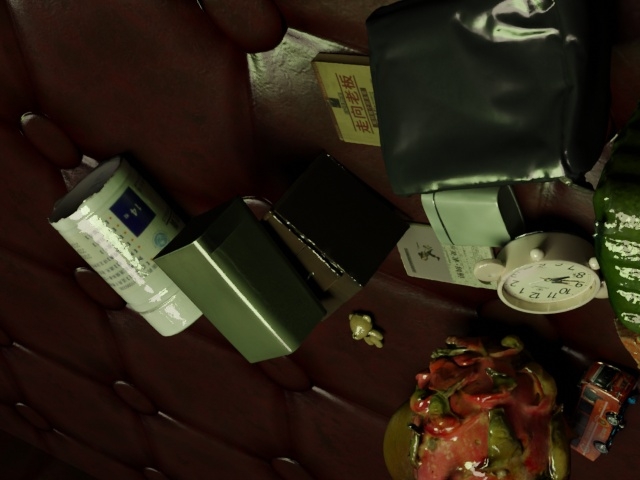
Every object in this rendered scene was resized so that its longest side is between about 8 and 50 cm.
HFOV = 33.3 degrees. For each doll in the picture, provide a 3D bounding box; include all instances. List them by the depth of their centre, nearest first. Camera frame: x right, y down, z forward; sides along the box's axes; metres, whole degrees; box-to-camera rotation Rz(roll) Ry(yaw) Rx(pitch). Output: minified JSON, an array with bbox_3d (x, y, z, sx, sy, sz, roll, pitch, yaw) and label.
[{"bbox_3d":[0.091,0.172,2.053,0.062,0.051,0.093,5,166,36],"label":"doll"}]

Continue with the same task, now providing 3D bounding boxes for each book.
[{"bbox_3d":[0.107,-0.199,1.566,0.231,0.026,0.161,11,140,32],"label":"book"},{"bbox_3d":[0.208,0.023,1.771,0.182,0.014,0.127,9,138,34],"label":"book"}]

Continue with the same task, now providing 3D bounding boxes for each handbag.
[{"bbox_3d":[0.221,-0.184,1.307,0.302,0.178,0.275,-6,95,43],"label":"handbag"}]

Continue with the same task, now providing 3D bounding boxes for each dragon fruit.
[{"bbox_3d":[0.294,0.287,1.815,0.296,0.262,0.314,3,-178,3],"label":"dragon fruit"}]

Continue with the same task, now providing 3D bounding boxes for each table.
[{"bbox_3d":[0.000,0.000,1.766,0.193,0.172,0.169,41,146,-3],"label":"table"}]

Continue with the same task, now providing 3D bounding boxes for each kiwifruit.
[{"bbox_3d":[0.223,0.393,2.074,0.196,0.196,0.234,31,140,5],"label":"kiwifruit"}]

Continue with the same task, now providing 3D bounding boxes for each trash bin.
[{"bbox_3d":[0.233,-0.042,1.628,0.130,0.059,0.116,4,138,36],"label":"trash bin"},{"bbox_3d":[-0.127,0.069,1.715,0.240,0.122,0.164,51,145,-14],"label":"trash bin"}]

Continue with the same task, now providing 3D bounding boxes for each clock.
[{"bbox_3d":[0.340,0.046,1.603,0.229,0.063,0.155,7,145,-9],"label":"clock"}]

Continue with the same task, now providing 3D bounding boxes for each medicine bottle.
[{"bbox_3d":[-0.347,0.016,2.081,0.190,0.190,0.332,-13,125,48],"label":"medicine bottle"}]

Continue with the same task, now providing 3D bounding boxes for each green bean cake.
[{"bbox_3d":[0.436,-0.031,1.295,0.156,0.247,0.249,10,141,30],"label":"green bean cake"}]

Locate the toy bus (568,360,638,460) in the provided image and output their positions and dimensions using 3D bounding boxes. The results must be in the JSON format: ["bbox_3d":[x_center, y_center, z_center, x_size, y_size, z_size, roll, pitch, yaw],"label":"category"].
[{"bbox_3d":[0.478,0.295,1.837,0.096,0.073,0.235,28,148,22],"label":"toy bus"}]

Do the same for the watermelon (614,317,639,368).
[{"bbox_3d":[0.553,0.182,1.605,0.257,0.140,0.192,9,132,45],"label":"watermelon"}]
